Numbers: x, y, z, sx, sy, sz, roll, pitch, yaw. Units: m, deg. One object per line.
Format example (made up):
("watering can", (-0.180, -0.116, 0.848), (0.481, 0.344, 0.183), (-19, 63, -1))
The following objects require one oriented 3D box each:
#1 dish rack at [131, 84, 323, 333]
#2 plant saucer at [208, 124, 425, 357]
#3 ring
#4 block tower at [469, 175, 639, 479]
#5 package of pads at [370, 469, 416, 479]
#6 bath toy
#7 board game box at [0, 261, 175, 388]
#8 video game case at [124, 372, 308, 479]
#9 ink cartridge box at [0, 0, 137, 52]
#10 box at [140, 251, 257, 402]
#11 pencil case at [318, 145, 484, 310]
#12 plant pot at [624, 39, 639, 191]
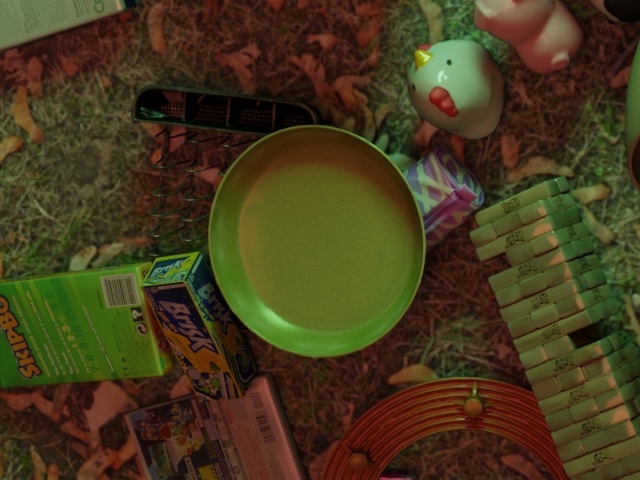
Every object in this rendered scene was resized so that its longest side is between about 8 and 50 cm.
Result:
("dish rack", (-0.100, -0.030, 2.002), (0.208, 0.074, 0.271), (8, 104, 16))
("plant saucer", (0.000, 0.000, 1.909), (0.241, 0.037, 0.241), (3, 97, 22))
("ring", (0.158, 0.311, 1.991), (0.337, 0.032, 0.336), (2, 101, 9))
("block tower", (0.260, 0.110, 1.884), (0.097, 0.091, 0.335), (-26, 85, 29))
("package of pads", (0.079, 0.294, 2.034), (0.050, 0.032, 0.083), (1, 102, 12))
("bath toy", (0.218, -0.234, 1.834), (0.348, 0.129, 0.151), (-40, 86, 21))
("board game box", (-0.284, 0.098, 2.077), (0.259, 0.039, 0.124), (-7, 99, 31))
("video game case", (-0.107, 0.266, 2.091), (0.183, 0.023, 0.201), (-17, 97, 19))
("ink cartridge box", (-0.334, -0.328, 2.027), (0.224, 0.045, 0.223), (-13, 96, 20))
("box", (-0.131, 0.095, 2.009), (0.059, 0.054, 0.169), (-8, 125, 26))
("pencil case", (0.078, -0.009, 1.942), (0.086, 0.088, 0.206), (41, 111, -14))
("plant pot", (0.414, -0.172, 1.739), (0.284, 0.284, 0.191), (-18, 59, 19))
